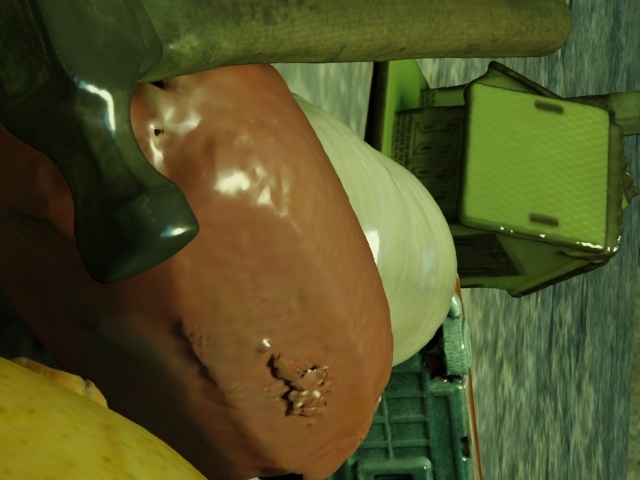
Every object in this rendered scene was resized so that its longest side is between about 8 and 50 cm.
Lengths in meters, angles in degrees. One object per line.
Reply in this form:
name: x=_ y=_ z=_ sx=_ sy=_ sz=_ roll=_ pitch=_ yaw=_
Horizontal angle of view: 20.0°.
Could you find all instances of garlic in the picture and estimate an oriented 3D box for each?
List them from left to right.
garlic: x=0.000 y=0.000 z=1.012 sx=0.229 sy=0.142 sz=0.178 roll=-10 pitch=102 yaw=-64

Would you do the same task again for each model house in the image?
model house: x=0.187 y=-0.038 z=1.377 sx=0.205 sy=0.278 sz=0.218 roll=53 pitch=39 yaw=-60

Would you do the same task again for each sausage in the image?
sausage: x=-0.059 y=0.005 z=0.793 sx=0.280 sy=0.152 sz=0.152 roll=62 pitch=32 yaw=-47

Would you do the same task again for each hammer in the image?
hammer: x=0.007 y=-0.089 z=0.747 sx=0.440 sy=0.044 sz=0.168 roll=-12 pitch=77 yaw=-61

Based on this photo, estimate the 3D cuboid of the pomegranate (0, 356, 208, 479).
pomegranate: x=-0.116 y=0.145 z=0.449 sx=0.264 sy=0.264 sz=0.264 roll=0 pitch=90 yaw=-73

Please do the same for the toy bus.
toy bus: x=0.052 y=0.122 z=1.222 sx=0.120 sy=0.121 sz=0.265 roll=-72 pitch=156 yaw=-65
